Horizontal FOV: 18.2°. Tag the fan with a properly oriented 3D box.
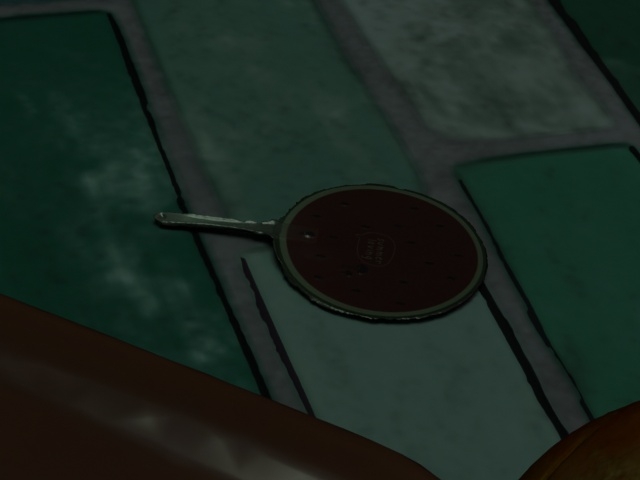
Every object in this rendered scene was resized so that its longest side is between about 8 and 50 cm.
[{"bbox_3d":[0.000,0.000,0.787,0.133,0.005,0.085,9,39,2],"label":"fan"}]

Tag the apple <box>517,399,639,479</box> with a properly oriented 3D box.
[{"bbox_3d":[0.127,0.133,0.488,0.196,0.196,0.196,4,38,-3],"label":"apple"}]

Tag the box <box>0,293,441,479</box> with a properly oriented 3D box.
[{"bbox_3d":[-0.147,0.142,0.400,0.339,0.229,0.239,19,41,17],"label":"box"}]
